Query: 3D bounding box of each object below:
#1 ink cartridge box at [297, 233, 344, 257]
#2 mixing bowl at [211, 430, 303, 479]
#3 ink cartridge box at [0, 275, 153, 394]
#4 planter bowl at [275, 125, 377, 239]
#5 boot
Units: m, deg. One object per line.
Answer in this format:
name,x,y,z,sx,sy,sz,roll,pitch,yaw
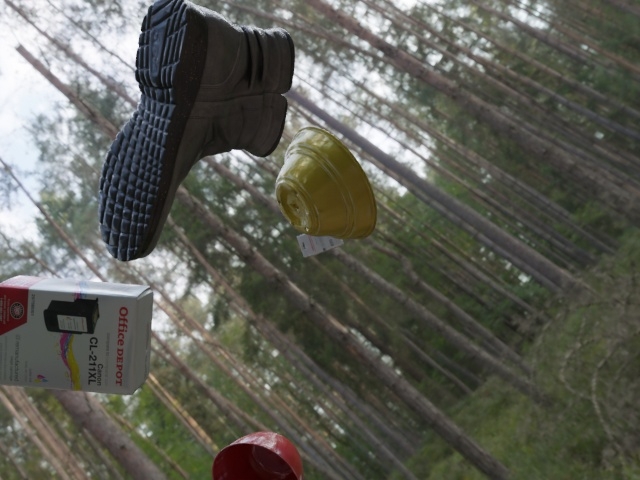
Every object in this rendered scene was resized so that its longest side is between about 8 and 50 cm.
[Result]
ink cartridge box,0.000,0.000,1.467,0.083,0.048,0.028,-20,-6,7
mixing bowl,-0.103,0.433,1.379,0.181,0.181,0.098,-65,-9,27
ink cartridge box,-0.307,0.117,0.908,0.072,0.175,0.127,-79,-7,-84
planter bowl,-0.012,-0.075,1.221,0.090,0.217,0.217,-33,-32,-26
boot,-0.143,-0.125,0.939,0.223,0.118,0.338,4,-68,-52
